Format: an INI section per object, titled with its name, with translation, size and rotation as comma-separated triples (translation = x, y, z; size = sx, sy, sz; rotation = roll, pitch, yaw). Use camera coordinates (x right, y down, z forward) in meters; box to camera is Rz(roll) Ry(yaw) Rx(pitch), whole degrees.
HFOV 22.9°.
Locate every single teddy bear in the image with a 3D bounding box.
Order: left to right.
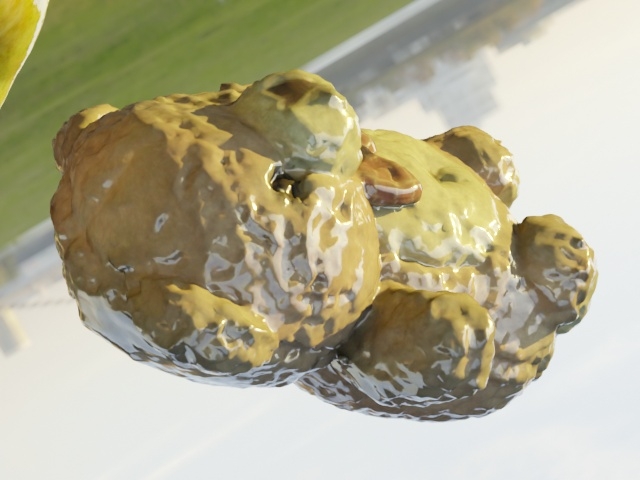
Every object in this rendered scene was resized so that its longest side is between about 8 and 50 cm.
[teddy bear]
translation = 0.000, 0.001, 0.762
size = 0.151, 0.267, 0.236
rotation = -55, -140, 16

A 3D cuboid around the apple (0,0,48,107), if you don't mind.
[apple]
translation = -0.208, -0.103, 0.581
size = 0.174, 0.188, 0.207
rotation = -59, 169, -21
